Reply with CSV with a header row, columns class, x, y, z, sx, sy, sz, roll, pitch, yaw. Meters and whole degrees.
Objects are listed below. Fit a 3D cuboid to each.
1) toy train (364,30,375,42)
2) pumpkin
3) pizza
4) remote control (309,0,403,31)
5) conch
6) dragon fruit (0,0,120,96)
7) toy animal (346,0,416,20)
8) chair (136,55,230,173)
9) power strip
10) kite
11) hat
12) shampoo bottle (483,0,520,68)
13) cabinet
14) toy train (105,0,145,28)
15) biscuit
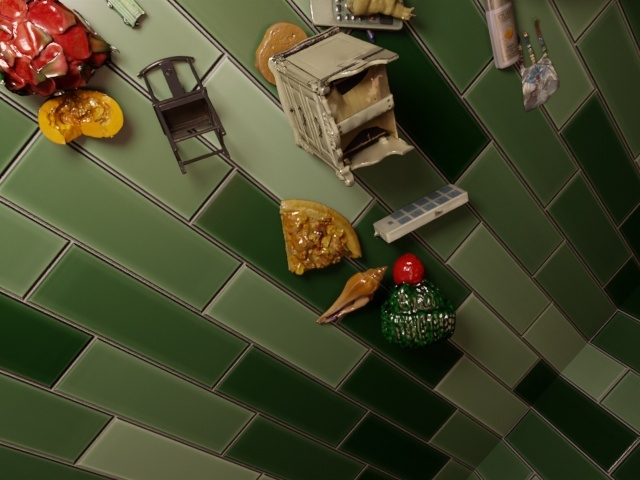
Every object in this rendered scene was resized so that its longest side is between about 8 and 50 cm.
class,x,y,z,sx,sy,sz,roll,pitch,yaw
toy train,0.140,-0.621,1.359,0.017,0.017,0.083,-42,121,-1
pumpkin,-0.588,-0.310,1.129,0.183,0.107,0.119,-13,123,-26
pizza,0.006,-0.033,1.514,0.257,0.087,0.268,-17,114,-19
remote control,0.103,-0.660,1.300,0.285,0.038,0.123,-4,99,-21
conch,0.111,0.190,1.653,0.330,0.093,0.109,-37,141,18
dragon fruit,-0.603,-0.427,1.035,0.293,0.233,0.234,-21,125,-56
toy animal,0.161,-0.660,1.265,0.218,0.103,0.101,-9,117,-19
chair,-0.355,-0.331,1.209,0.154,0.141,0.260,-22,74,-14
power strip,0.345,-0.095,1.613,0.367,0.106,0.043,-27,121,-11
kite,0.762,-0.623,1.625,0.169,0.015,0.310,-32,122,-8
hat,0.353,0.213,1.685,0.274,0.242,0.332,-14,103,-31
shampoo bottle,0.592,-0.686,1.500,0.086,0.056,0.227,-30,119,-10
cabinet,0.053,-0.359,1.229,0.227,0.318,0.290,-29,132,-10
toy train,-0.472,-0.565,1.113,0.056,0.038,0.093,-47,120,-6
biscuit,-0.098,-0.514,1.287,0.170,0.050,0.170,-14,125,-20
